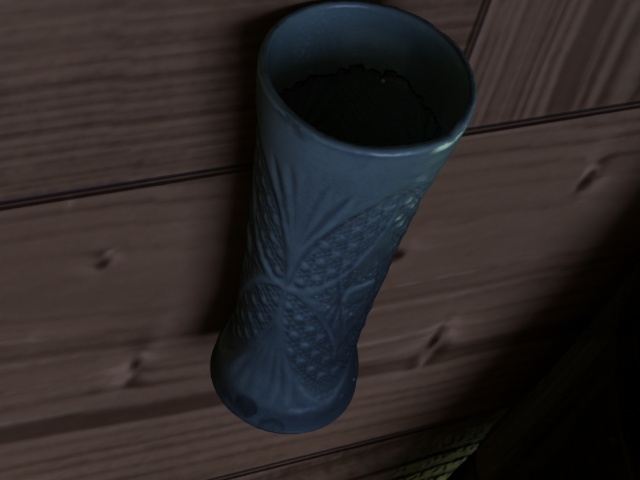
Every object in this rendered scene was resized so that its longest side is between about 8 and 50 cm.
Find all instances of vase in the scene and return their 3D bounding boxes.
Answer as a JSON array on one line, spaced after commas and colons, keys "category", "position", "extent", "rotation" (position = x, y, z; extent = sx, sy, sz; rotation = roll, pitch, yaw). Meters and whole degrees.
[{"category": "vase", "position": [0.000, 0.000, 0.871], "extent": [0.096, 0.096, 0.219], "rotation": [-14, 144, -25]}]

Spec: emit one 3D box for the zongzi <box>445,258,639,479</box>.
[{"category": "zongzi", "position": [0.169, 0.086, 1.057], "extent": [0.403, 0.208, 0.432], "rotation": [-22, 127, 2]}]
